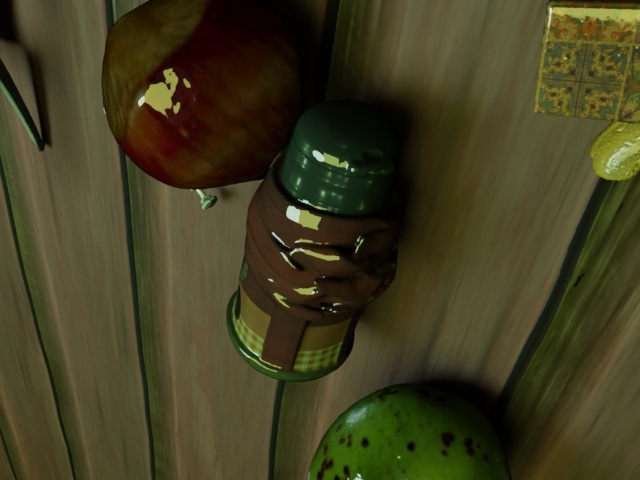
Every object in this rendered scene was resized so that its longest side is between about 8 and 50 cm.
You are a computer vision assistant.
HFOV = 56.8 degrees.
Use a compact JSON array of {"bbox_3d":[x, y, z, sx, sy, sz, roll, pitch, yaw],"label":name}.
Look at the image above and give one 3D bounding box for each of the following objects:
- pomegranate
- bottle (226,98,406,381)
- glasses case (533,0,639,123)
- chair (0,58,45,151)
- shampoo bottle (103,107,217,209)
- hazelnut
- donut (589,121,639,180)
[{"bbox_3d":[0.088,0.249,0.570,0.202,0.248,0.202,2,104,6],"label":"pomegranate"},{"bbox_3d":[0.000,0.000,0.531,0.271,0.143,0.156,108,148,-43],"label":"bottle"},{"bbox_3d":[0.247,-0.106,0.351,0.218,0.049,0.075,13,129,27],"label":"glasses case"},{"bbox_3d":[-0.428,-0.211,0.660,0.203,0.190,0.274,27,138,15],"label":"chair"},{"bbox_3d":[-0.163,-0.096,0.634,0.077,0.045,0.152,-29,101,42],"label":"shampoo bottle"},{"bbox_3d":[-0.105,-0.131,0.515,0.202,0.161,0.170,-147,49,-65],"label":"hazelnut"},{"bbox_3d":[0.234,-0.055,0.402,0.083,0.038,0.067,40,130,7],"label":"donut"}]
